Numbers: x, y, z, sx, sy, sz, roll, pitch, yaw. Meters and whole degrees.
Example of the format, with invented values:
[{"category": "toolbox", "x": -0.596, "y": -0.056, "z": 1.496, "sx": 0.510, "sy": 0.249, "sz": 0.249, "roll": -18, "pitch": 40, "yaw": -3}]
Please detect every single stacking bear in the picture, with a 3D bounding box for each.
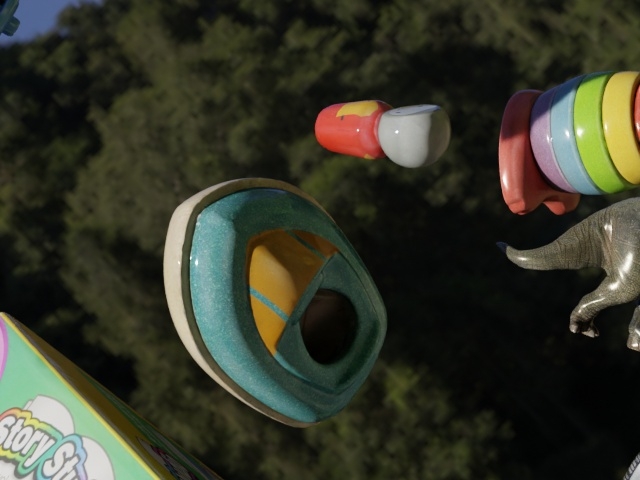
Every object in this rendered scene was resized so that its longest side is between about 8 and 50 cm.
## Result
[{"category": "stacking bear", "x": 0.382, "y": -0.132, "z": 1.902, "sx": 0.289, "sy": 0.164, "sz": 0.175, "roll": -9, "pitch": -5, "yaw": 36}]

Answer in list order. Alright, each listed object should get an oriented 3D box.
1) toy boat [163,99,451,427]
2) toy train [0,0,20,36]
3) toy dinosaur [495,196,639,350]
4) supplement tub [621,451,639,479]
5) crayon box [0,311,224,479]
[{"category": "toy boat", "x": 0.000, "y": 0.000, "z": 1.420, "sx": 0.267, "sy": 0.148, "sz": 0.318, "roll": 43, "pitch": -113, "yaw": -38}, {"category": "toy train", "x": -0.232, "y": -0.157, "z": 0.999, "sx": 0.105, "sy": 0.080, "sz": 0.184, "roll": -48, "pitch": 19, "yaw": 31}, {"category": "toy dinosaur", "x": 0.318, "y": 0.028, "z": 1.398, "sx": 0.121, "sy": 0.313, "sz": 0.160, "roll": 14, "pitch": -85, "yaw": -57}, {"category": "supplement tub", "x": 0.371, "y": 0.410, "z": 1.757, "sx": 0.316, "sy": 0.193, "sz": 0.193, "roll": -62, "pitch": -16, "yaw": 7}, {"category": "crayon box", "x": -0.043, "y": 0.213, "z": 0.852, "sx": 0.106, "sy": 0.313, "sz": 0.363, "roll": -52, "pitch": 30, "yaw": -6}]
